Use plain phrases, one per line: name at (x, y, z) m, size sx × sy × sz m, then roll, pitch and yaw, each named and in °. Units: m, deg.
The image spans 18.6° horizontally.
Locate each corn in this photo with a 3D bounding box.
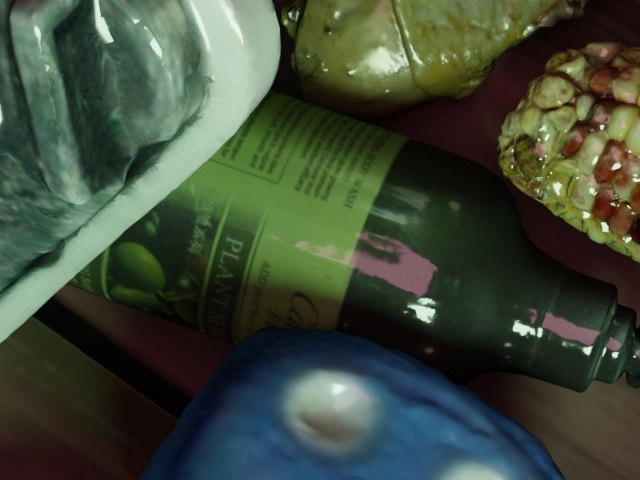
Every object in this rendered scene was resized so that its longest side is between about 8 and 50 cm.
corn at (0.208, 0.000, 0.741) m, size 0.290 × 0.098 × 0.098 m, roll 21°, pitch 88°, yaw 13°

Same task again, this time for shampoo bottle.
shampoo bottle at (0.000, 0.000, 0.764) m, size 0.284 × 0.101 × 0.101 m, roll 19°, pitch 88°, yaw 9°

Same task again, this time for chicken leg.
chicken leg at (0.078, -0.112, 0.783) m, size 0.198 × 0.069 × 0.085 m, roll -20°, pitch 79°, yaw -2°

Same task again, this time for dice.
dice at (0.000, 0.126, 0.708) m, size 0.146 × 0.143 × 0.146 m, roll 31°, pitch 56°, yaw 5°

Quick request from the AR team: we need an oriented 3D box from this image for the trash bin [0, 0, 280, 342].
trash bin at (-0.104, -0.173, 0.639) m, size 0.296 × 0.256 × 0.367 m, roll 45°, pitch 49°, yaw -5°
